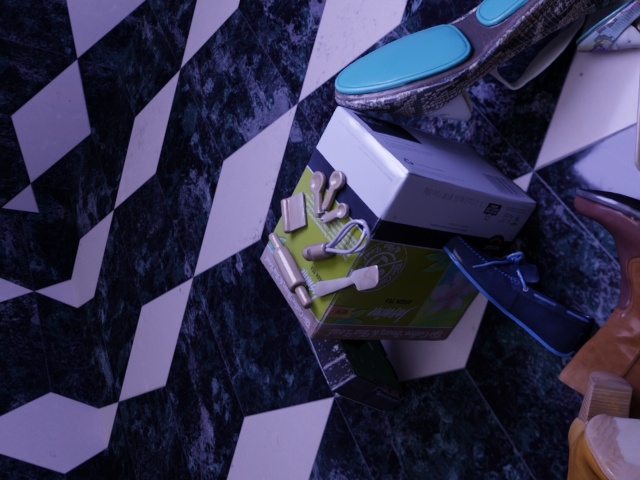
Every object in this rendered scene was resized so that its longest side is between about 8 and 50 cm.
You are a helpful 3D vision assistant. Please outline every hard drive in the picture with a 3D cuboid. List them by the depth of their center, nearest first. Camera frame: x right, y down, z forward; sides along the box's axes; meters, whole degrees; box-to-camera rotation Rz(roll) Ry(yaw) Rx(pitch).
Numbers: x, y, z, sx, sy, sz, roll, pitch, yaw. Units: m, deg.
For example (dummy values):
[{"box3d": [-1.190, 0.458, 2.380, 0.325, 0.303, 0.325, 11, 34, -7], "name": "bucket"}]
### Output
[{"box3d": [0.036, 0.162, 1.299, 0.064, 0.237, 0.339, -35, 56, 14], "name": "hard drive"}]

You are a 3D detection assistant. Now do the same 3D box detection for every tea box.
[{"box3d": [0.129, -0.013, 1.140, 0.220, 0.329, 0.324, 54, 125, 42], "name": "tea box"}]

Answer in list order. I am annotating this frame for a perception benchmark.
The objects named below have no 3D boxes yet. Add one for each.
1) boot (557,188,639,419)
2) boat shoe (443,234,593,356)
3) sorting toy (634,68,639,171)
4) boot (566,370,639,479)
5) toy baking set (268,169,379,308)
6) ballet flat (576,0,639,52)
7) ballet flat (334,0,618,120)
[{"box3d": [0.427, 0.091, 0.938, 0.264, 0.096, 0.281, 35, 116, 24], "name": "boot"}, {"box3d": [0.310, 0.069, 1.029, 0.089, 0.258, 0.109, -50, 7, 14], "name": "boat shoe"}, {"box3d": [0.548, -0.149, 0.879, 0.229, 0.041, 0.307, 3, 90, 46], "name": "sorting toy"}, {"box3d": [0.360, 0.309, 0.807, 0.104, 0.295, 0.211, 6, 102, 14], "name": "boot"}, {"box3d": [-0.004, 0.004, 1.014, 0.197, 0.030, 0.256, -52, 47, 33], "name": "toy baking set"}, {"box3d": [0.486, -0.339, 0.969, 0.079, 0.077, 0.221, 54, 129, 9], "name": "ballet flat"}, {"box3d": [0.264, -0.303, 1.060, 0.482, 0.182, 0.164, -30, 38, 15], "name": "ballet flat"}]
